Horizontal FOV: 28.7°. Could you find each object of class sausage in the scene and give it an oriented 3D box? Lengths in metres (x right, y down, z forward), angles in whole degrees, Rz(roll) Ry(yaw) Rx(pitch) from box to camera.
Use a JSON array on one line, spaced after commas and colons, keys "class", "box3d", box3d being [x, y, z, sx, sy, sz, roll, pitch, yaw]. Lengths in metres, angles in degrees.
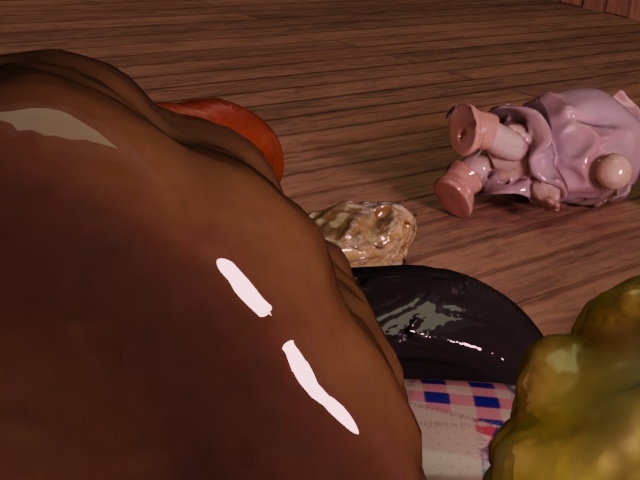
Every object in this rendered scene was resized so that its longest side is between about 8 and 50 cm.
[{"class": "sausage", "box3d": [-0.131, -0.064, 1.136, 0.133, 0.133, 0.258, 20, 23, 33]}]

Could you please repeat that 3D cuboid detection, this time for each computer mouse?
[{"class": "computer mouse", "box3d": [0.070, 0.059, 0.932, 0.217, 0.073, 0.122, 5, 20, -2]}]

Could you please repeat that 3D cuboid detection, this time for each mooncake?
[{"class": "mooncake", "box3d": [-0.119, 0.090, 0.413, 0.324, 0.324, 0.187, 5, 16, -5]}]

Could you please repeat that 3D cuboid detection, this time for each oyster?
[{"class": "oyster", "box3d": [-0.002, 0.003, 1.073, 0.209, 0.072, 0.133, 0, 17, -13]}]

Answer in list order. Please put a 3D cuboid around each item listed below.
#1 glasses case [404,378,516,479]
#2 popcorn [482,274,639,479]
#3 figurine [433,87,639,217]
[{"class": "glasses case", "box3d": [0.139, 0.135, 0.730, 0.327, 0.076, 0.125, 6, 21, -3]}, {"class": "popcorn", "box3d": [0.144, 0.156, 0.456, 0.235, 0.242, 0.250, -9, 41, 42]}, {"class": "figurine", "box3d": [0.240, -0.096, 1.341, 0.276, 0.133, 0.200, -6, 6, -36]}]
